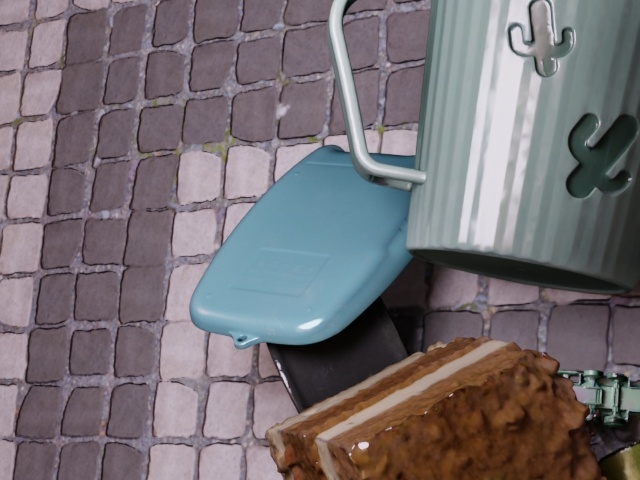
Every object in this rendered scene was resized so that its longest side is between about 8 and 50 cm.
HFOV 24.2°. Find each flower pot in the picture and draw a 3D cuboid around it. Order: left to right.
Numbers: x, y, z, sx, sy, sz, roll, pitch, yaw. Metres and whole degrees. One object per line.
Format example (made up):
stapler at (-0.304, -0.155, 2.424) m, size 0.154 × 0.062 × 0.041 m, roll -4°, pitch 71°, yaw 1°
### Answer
flower pot at (0.040, 0.159, 1.796) m, size 0.148 × 0.235 × 0.235 m, roll -27°, pitch 61°, yaw 1°

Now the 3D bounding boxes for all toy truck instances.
toy truck at (0.283, 0.179, 1.707) m, size 0.175 × 0.081 × 0.067 m, roll 2°, pitch 77°, yaw 14°

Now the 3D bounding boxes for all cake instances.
cake at (0.123, 0.264, 1.566) m, size 0.290 × 0.282 × 0.255 m, roll -15°, pitch 98°, yaw 64°

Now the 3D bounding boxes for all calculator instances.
calculator at (0.000, 0.000, 1.812) m, size 0.256 × 0.054 × 0.386 m, roll 6°, pitch 43°, yaw 34°

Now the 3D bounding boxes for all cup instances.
cup at (0.218, -0.160, 1.694) m, size 0.401 × 0.310 × 0.392 m, roll 9°, pitch 84°, yaw 28°

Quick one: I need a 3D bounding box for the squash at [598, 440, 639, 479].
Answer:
squash at (0.353, 0.311, 1.581) m, size 0.123 × 0.123 × 0.186 m, roll -26°, pitch 63°, yaw 25°
